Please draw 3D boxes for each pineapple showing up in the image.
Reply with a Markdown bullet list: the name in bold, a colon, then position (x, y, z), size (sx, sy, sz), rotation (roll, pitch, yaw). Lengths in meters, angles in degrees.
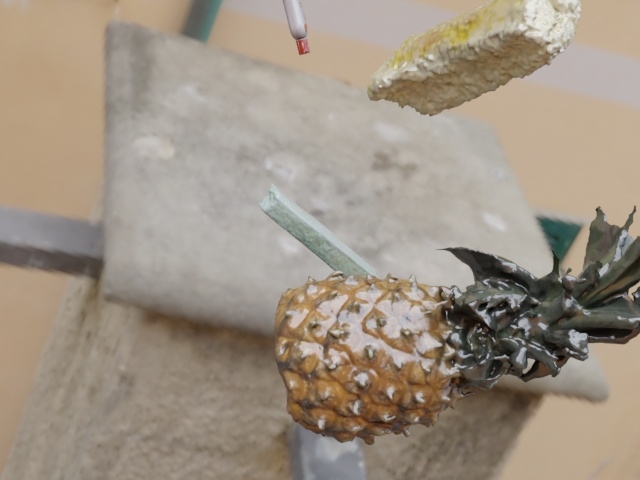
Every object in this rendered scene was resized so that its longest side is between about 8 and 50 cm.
- **pineapple**: position (0.146, 0.071, 1.160), size (0.365, 0.165, 0.165), rotation (-15, 31, 9)

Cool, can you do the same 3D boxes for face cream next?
- **face cream**: position (-0.028, -0.255, 1.543), size (0.021, 0.083, 0.040), rotation (-13, 9, 7)

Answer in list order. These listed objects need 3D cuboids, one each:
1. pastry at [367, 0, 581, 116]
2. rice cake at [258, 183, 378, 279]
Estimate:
- **pastry**: position (0.159, -0.198, 1.392), size (0.089, 0.258, 0.121), rotation (52, 48, -12)
- **rice cake**: position (0.000, 0.000, 1.462), size (0.180, 0.030, 0.042), rotation (40, 11, -34)
